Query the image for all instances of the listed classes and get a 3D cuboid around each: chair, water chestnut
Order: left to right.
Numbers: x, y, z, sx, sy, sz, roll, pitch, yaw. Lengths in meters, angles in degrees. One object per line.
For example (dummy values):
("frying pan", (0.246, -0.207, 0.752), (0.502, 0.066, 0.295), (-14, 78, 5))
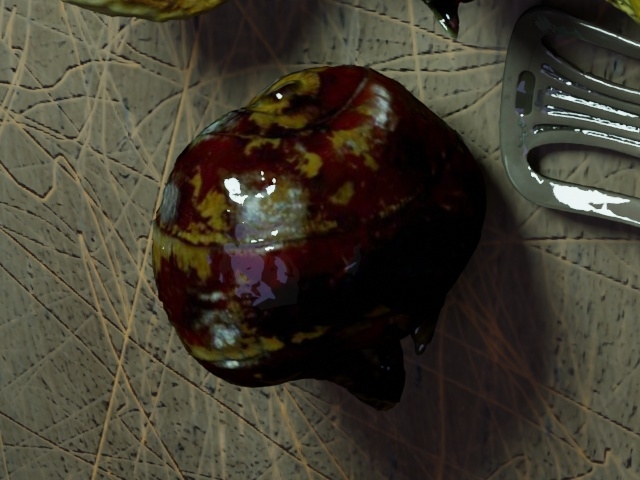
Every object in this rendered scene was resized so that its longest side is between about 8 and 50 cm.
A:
("water chestnut", (0.000, 0.000, 1.623), (0.244, 0.289, 0.289), (39, 127, 17))
("chair", (0.267, -0.056, 1.511), (0.326, 0.183, 0.175), (13, 120, 19))

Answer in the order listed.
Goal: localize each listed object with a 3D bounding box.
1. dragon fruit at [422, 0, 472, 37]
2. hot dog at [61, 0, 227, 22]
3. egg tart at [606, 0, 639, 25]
("dragon fruit", (0.099, -0.276, 1.478), (0.192, 0.193, 0.274), (47, 160, -7))
("hot dog", (-0.103, -0.372, 1.505), (0.405, 0.185, 0.223), (-55, 43, 37))
("egg tart", (0.328, -0.190, 1.353), (0.341, 0.129, 0.341), (5, 154, 3))
